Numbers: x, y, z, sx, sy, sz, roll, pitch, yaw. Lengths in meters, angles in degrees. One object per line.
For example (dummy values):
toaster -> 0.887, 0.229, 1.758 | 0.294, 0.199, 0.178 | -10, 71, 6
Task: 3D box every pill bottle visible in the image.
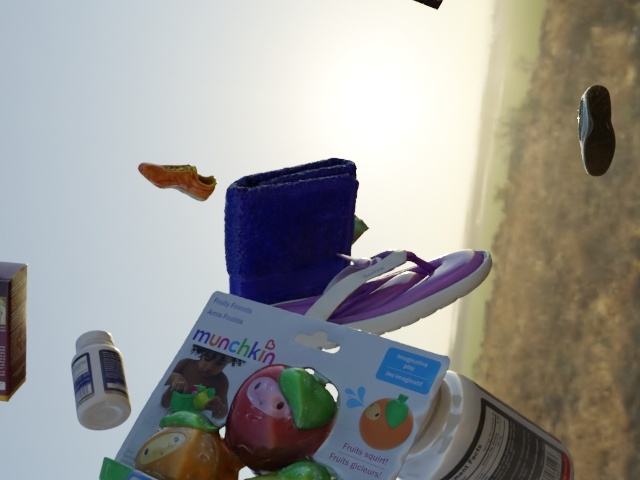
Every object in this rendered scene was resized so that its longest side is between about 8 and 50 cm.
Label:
pill bottle -> -0.395, 0.245, 1.628 | 0.094, 0.094, 0.169 | 88, 166, -46
pill bottle -> 0.242, 0.352, 1.562 | 0.210, 0.363, 0.210 | -44, 24, 26

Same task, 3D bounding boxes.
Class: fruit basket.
fruit basket -> -0.080, 0.223, 0.933 | 0.353, 0.327, 0.165 | -63, -36, -19

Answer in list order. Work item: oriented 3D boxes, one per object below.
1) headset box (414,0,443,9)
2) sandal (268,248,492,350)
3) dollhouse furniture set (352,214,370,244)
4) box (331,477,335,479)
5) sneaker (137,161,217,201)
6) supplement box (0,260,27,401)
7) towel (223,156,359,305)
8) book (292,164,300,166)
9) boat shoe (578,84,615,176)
headset box -> 0.105, -0.494, 1.352 | 0.293, 0.110, 0.218 | 7, -57, -43
sandal -> 0.031, 0.073, 1.265 | 0.169, 0.416, 0.102 | -78, -33, -71
dollhouse furniture set -> 0.000, 0.000, 1.520 | 0.152, 0.076, 0.058 | -47, -36, 6
box -> -0.034, 0.534, 1.697 | 0.094, 0.113, 0.275 | 7, -62, -54
sneaker -> -0.292, -0.135, 1.864 | 0.067, 0.175, 0.064 | -55, 42, 24
supplement box -> -0.486, 0.127, 1.316 | 0.081, 0.104, 0.188 | -84, 0, -75
towel -> -0.039, 0.033, 1.431 | 0.076, 0.227, 0.308 | 41, 138, 48
book -> -0.017, -0.137, 2.018 | 0.035, 0.144, 0.096 | 62, -139, -33
boat shoe -> 0.413, -0.163, 1.371 | 0.045, 0.050, 0.135 | -128, 40, -87
